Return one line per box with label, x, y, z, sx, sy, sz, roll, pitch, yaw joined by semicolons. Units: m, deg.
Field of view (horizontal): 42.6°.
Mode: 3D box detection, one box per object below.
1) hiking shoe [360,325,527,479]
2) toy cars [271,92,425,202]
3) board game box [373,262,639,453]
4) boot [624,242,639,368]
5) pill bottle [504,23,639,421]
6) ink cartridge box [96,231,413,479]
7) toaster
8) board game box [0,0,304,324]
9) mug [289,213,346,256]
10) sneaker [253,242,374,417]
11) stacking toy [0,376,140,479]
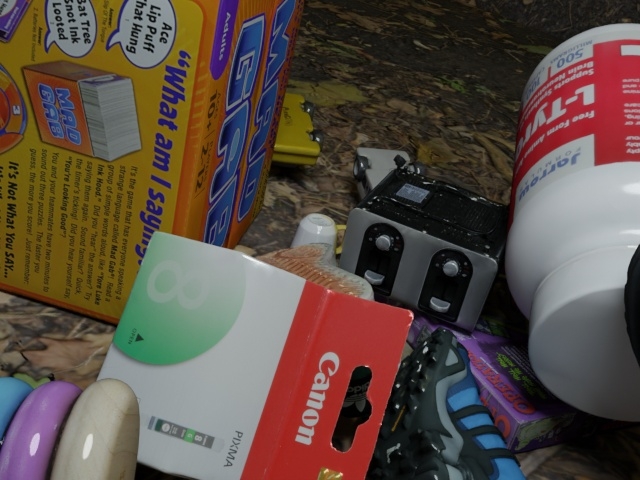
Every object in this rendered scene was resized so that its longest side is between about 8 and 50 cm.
hiking shoe;0.110;0.188;0.706;0.132;0.113;0.304;41;22;-8
toy cars;0.020;-0.103;1.203;0.394;0.087;0.176;33;38;26
board game box;0.195;0.096;0.947;0.208;0.056;0.347;2;30;-30
boot;0.313;0.225;0.466;0.146;0.367;0.445;-21;21;20
pill bottle;0.308;-0.031;0.836;0.229;0.229;0.407;16;43;4
ink cartridge box;-0.060;0.105;0.650;0.225;0.181;0.056;13;-15;20
toaster;0.124;0.001;0.926;0.168;0.110;0.185;22;29;13
board game box;-0.244;-0.172;0.907;0.356;0.356;0.356;17;28;5
mug;-0.004;0.000;1.014;0.062;0.064;0.078;20;28;13
sneaker;-0.013;0.083;0.833;0.108;0.121;0.302;-13;14;-9
stacking toy;-0.298;0.145;0.551;0.330;0.141;0.141;8;28;-2
